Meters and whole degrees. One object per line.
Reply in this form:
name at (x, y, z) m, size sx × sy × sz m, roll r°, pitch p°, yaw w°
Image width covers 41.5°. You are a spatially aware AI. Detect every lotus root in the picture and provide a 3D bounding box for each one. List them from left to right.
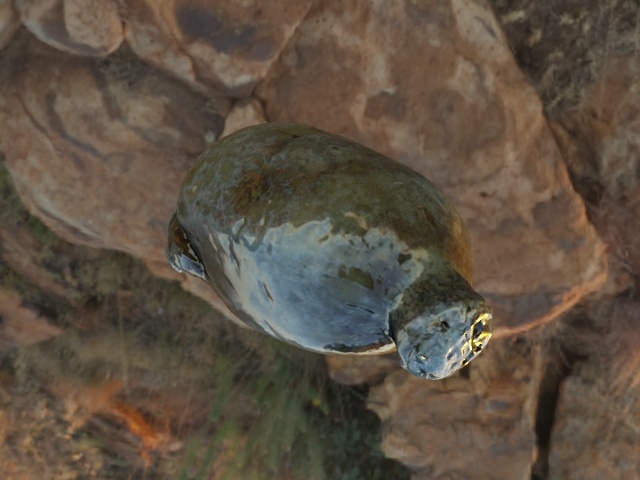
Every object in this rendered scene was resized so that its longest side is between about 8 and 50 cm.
lotus root at (0.002, -0.002, 0.650) m, size 0.350 × 0.175 × 0.175 m, roll 20°, pitch 162°, yaw 50°
